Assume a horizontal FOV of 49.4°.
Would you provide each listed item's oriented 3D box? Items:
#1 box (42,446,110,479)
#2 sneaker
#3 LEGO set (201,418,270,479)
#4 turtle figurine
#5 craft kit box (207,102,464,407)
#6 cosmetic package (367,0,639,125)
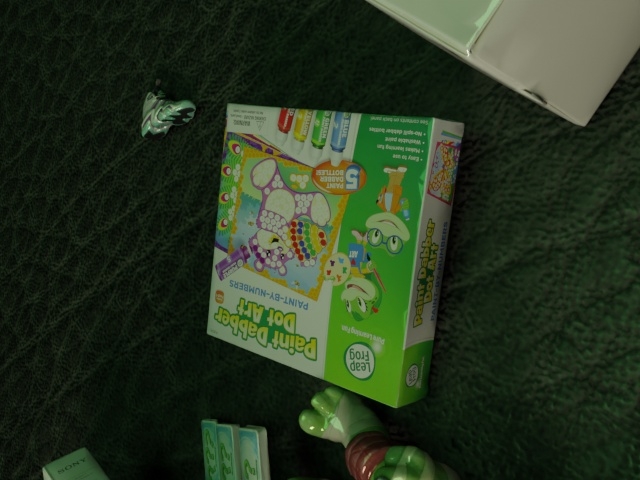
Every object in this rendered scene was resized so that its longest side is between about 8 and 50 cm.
[{"bbox_3d":[-0.194,0.406,0.733,0.322,0.058,0.232,33,129,40],"label":"box"},{"bbox_3d":[-0.198,-0.177,0.884,0.098,0.038,0.069,-19,72,36],"label":"sneaker"},{"bbox_3d":[-0.098,0.306,0.684,0.182,0.060,0.244,-20,73,61],"label":"LEGO set"},{"bbox_3d":[0.026,0.229,0.511,0.266,0.275,0.197,30,139,61],"label":"turtle figurine"},{"bbox_3d":[0.000,0.000,0.660,0.250,0.061,0.246,12,102,39],"label":"craft kit box"},{"bbox_3d":[0.195,-0.284,0.467,0.155,0.197,0.365,45,111,35],"label":"cosmetic package"}]
